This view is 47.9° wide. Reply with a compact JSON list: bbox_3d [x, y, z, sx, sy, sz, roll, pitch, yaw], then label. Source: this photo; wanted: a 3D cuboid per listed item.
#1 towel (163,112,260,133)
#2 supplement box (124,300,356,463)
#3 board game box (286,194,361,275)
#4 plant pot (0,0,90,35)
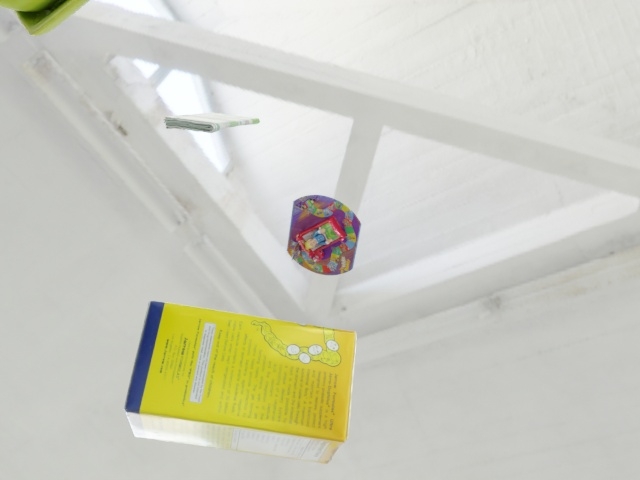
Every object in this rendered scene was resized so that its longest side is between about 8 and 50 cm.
[{"bbox_3d":[-0.193,-0.211,1.296,0.113,0.152,0.023,12,-73,24],"label":"towel"},{"bbox_3d":[-0.134,0.250,1.248,0.357,0.195,0.194,10,-29,-5],"label":"supplement box"},{"bbox_3d":[0.000,0.000,1.317,0.133,0.033,0.168,17,-56,12],"label":"board game box"},{"bbox_3d":[-0.336,-0.388,0.820,0.228,0.227,0.207,-37,-24,3],"label":"plant pot"}]
